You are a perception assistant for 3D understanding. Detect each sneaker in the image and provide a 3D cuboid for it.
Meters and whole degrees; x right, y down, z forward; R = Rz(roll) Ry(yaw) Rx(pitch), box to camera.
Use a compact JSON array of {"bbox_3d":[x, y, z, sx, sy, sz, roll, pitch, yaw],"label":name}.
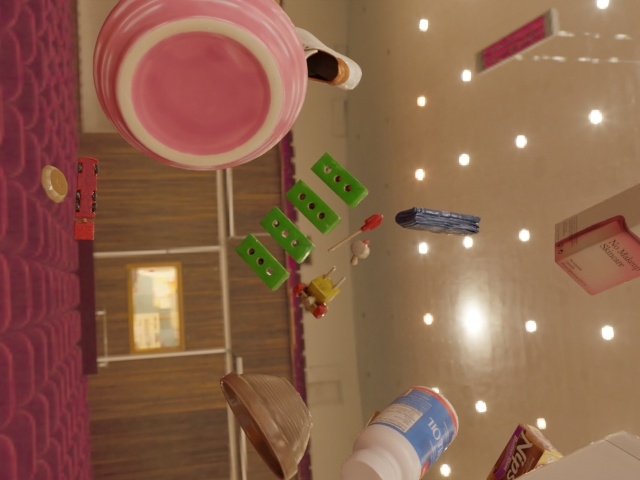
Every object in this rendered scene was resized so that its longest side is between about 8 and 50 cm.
[{"bbox_3d":[-0.047,-0.448,1.828,0.290,0.123,0.105,26,-74,22],"label":"sneaker"}]

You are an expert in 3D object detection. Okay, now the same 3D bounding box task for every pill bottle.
[{"bbox_3d":[0.133,0.352,1.304,0.124,0.221,0.124,18,-59,32],"label":"pill bottle"}]

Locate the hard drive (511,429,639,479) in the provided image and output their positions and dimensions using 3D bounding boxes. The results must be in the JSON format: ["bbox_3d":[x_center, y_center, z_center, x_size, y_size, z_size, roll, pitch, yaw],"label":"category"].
[{"bbox_3d":[0.296,0.360,0.961,0.233,0.353,0.047,-156,-136,-77],"label":"hard drive"}]

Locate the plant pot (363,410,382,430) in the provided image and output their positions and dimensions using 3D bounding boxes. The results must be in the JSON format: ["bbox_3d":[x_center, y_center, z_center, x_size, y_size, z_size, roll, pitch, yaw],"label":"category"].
[{"bbox_3d":[0.148,0.456,1.836,0.081,0.081,0.083,-58,-161,-9],"label":"plant pot"}]

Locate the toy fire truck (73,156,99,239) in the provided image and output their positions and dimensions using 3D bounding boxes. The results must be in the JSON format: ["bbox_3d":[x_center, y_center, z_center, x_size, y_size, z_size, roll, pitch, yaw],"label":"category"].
[{"bbox_3d":[-0.544,-0.096,1.777,0.135,0.047,0.192,-171,-96,-72],"label":"toy fire truck"}]

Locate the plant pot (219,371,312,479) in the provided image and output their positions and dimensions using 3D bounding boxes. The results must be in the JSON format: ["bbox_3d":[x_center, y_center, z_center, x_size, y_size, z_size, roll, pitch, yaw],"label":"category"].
[{"bbox_3d":[-0.093,0.345,1.516,0.237,0.110,0.237,48,-22,26],"label":"plant pot"}]

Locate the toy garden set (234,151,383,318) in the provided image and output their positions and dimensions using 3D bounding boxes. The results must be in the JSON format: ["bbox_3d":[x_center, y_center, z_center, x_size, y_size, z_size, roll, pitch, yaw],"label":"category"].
[{"bbox_3d":[0.000,0.000,1.366,0.204,0.244,0.049,45,4,22],"label":"toy garden set"}]

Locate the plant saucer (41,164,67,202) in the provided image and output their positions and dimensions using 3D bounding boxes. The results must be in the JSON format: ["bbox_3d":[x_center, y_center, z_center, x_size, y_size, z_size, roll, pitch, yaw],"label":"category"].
[{"bbox_3d":[-0.563,-0.122,1.632,0.083,0.015,0.083,-16,90,-76],"label":"plant saucer"}]

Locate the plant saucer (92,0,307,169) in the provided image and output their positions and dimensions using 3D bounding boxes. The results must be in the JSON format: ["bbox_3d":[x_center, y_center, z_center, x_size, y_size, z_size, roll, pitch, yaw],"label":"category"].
[{"bbox_3d":[-0.183,-0.239,1.183,0.084,0.332,0.332,-100,-163,-52],"label":"plant saucer"}]

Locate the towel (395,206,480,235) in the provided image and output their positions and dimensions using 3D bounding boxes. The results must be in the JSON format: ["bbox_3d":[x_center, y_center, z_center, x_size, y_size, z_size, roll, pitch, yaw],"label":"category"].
[{"bbox_3d":[0.178,-0.026,1.163,0.067,0.120,0.029,165,-70,-66],"label":"towel"}]

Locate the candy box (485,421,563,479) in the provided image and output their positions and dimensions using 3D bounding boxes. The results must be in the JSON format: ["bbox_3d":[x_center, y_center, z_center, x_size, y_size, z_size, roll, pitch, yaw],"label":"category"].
[{"bbox_3d":[0.394,0.472,1.525,0.186,0.053,0.109,-63,-162,10],"label":"candy box"}]

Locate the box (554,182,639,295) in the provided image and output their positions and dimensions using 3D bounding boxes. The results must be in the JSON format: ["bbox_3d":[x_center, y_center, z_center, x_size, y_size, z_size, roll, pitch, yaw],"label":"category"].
[{"bbox_3d":[0.661,0.001,1.708,0.232,0.149,0.126,-32,-151,40],"label":"box"}]
